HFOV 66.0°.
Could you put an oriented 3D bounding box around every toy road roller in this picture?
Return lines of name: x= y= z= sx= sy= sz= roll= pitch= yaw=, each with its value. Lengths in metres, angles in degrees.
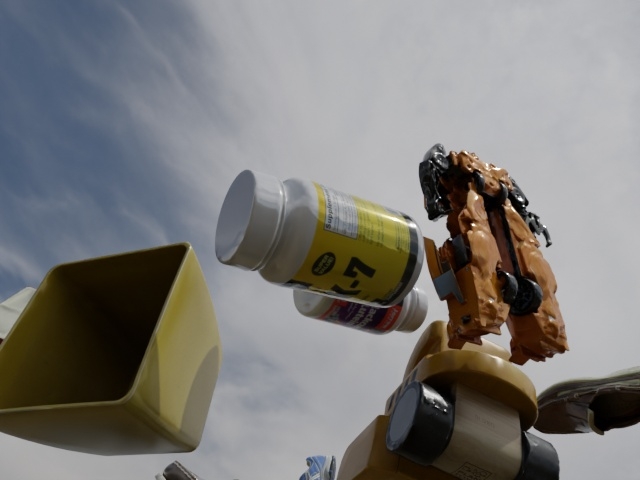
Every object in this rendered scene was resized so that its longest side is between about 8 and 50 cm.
toy road roller: x=0.181 y=0.278 z=0.736 sx=0.202 sy=0.241 sz=0.330 roll=25 pitch=-49 yaw=-1

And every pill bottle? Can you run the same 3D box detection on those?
pill bottle: x=0.000 y=0.000 z=0.541 sx=0.208 sy=0.119 sz=0.119 roll=15 pitch=-47 yaw=-29
pill bottle: x=0.066 y=0.082 z=0.741 sx=0.193 sy=0.108 sz=0.108 roll=19 pitch=-48 yaw=-29

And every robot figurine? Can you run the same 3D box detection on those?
robot figurine: x=0.208 y=0.002 z=0.634 sx=0.211 sy=0.291 sz=0.085 roll=19 pitch=-41 yaw=-24

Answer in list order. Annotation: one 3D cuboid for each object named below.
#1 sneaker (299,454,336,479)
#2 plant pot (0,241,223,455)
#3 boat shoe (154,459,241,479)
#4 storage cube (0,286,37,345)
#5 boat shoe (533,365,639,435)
sneaker: x=-0.018 y=0.638 z=1.237 sx=0.081 sy=0.211 sz=0.080 roll=4 pitch=-60 yaw=13
plant pot: x=-0.236 y=0.153 z=0.607 sx=0.212 sy=0.212 sz=0.187 roll=-9 pitch=-47 yaw=15
boat shoe: x=-0.141 y=0.480 z=0.855 sx=0.324 sy=0.097 sz=0.116 roll=45 pitch=-22 yaw=-9
storage cube: x=-0.645 y=0.248 z=1.105 sx=0.214 sy=0.184 sz=0.193 roll=18 pitch=-65 yaw=8
boat shoe: x=0.472 y=0.291 z=0.858 sx=0.095 sy=0.095 sz=0.257 roll=53 pitch=-51 yaw=6
